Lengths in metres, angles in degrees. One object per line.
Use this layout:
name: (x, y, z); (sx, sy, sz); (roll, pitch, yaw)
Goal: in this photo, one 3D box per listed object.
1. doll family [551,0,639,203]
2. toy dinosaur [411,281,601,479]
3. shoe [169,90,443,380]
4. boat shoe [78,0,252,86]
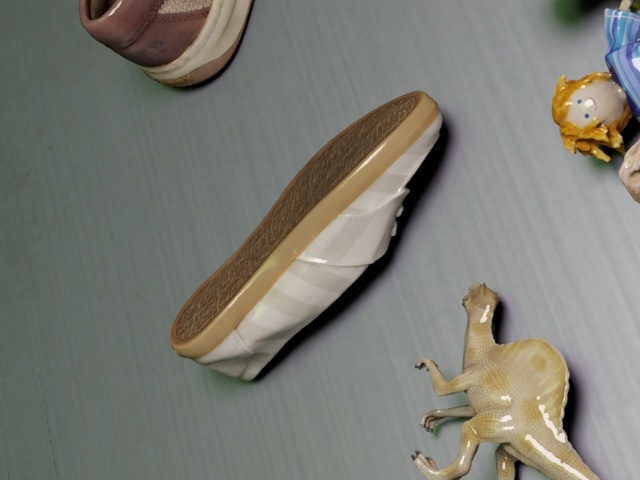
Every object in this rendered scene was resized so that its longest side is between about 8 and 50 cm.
doll family: (0.179, -0.122, 0.712); (0.163, 0.118, 0.263); (-27, 78, 23)
toy dinosaur: (0.098, 0.097, 0.726); (0.092, 0.053, 0.183); (-45, 53, 17)
shoe: (0.000, 0.000, 0.843); (0.219, 0.058, 0.076); (-45, 21, 14)
boat shoe: (-0.100, -0.284, 0.965); (0.123, 0.123, 0.342); (4, 78, 40)
